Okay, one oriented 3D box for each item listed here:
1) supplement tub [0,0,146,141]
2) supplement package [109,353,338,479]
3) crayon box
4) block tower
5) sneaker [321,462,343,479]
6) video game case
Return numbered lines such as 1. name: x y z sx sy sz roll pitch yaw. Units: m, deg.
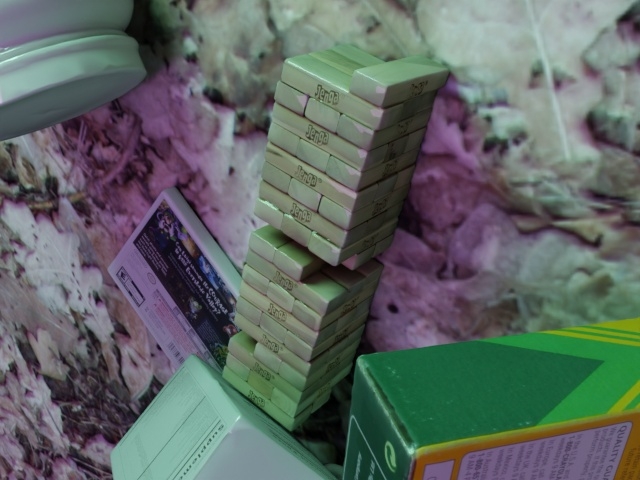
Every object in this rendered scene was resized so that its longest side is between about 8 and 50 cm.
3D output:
1. supplement tub: -0.307 -0.262 0.657 0.228 0.228 0.316 -17 98 42
2. supplement package: -0.090 0.215 0.665 0.134 0.139 0.244 41 171 -16
3. crayon box: 0.173 0.154 0.461 0.083 0.323 0.203 -123 33 -56
4. block tower: 0.000 0.000 0.621 0.097 0.091 0.335 32 126 23
5. sneaker: 0.036 0.359 0.752 0.161 0.102 0.282 -28 91 40
6. video game case: -0.148 0.063 0.817 0.190 0.022 0.173 53 133 8
